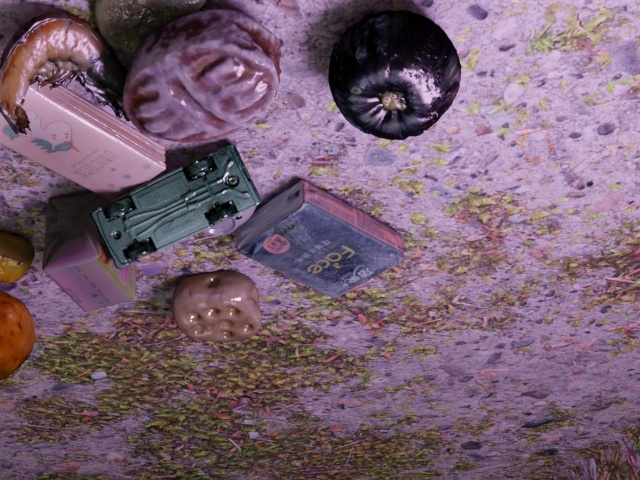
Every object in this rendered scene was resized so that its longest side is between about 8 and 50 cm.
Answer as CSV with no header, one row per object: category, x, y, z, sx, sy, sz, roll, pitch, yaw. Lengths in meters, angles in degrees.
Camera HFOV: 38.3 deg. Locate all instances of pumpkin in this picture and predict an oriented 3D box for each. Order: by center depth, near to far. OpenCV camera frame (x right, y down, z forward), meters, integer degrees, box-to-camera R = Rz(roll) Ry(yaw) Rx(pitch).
pumpkin,0.128,-0.283,1.584,0.233,0.163,0.233,4,140,4

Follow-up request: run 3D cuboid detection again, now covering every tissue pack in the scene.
tissue pack,-0.466,-0.193,1.731,0.170,0.071,0.325,-29,140,30
tissue pack,0.000,0.000,2.042,0.315,0.103,0.228,27,136,-37

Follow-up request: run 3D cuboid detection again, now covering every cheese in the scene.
cheese,-0.243,0.156,2.233,0.235,0.117,0.218,27,133,-37

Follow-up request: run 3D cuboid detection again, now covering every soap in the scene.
soap,-0.483,0.023,1.950,0.138,0.182,0.199,-11,146,8

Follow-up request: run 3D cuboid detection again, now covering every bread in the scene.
bread,-0.296,-0.384,1.501,0.193,0.036,0.112,-19,142,19
bread,-0.746,0.018,1.989,0.245,0.102,0.094,17,134,-31

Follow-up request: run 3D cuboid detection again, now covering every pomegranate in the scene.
pomegranate,-0.798,0.223,2.176,0.248,0.248,0.248,-3,146,-2

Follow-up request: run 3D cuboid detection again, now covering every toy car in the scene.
toy car,-0.285,-0.063,1.833,0.320,0.141,0.097,-25,-174,2

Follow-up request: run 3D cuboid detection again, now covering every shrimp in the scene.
shrimp,-0.429,-0.251,1.585,0.222,0.054,0.290,-48,138,1

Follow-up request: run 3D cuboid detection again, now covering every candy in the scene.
candy,-0.199,-0.276,1.564,0.289,0.157,0.214,-19,139,29

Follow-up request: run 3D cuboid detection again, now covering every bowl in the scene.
bowl,-0.215,-0.068,1.934,0.189,0.086,0.189,-3,145,-2
